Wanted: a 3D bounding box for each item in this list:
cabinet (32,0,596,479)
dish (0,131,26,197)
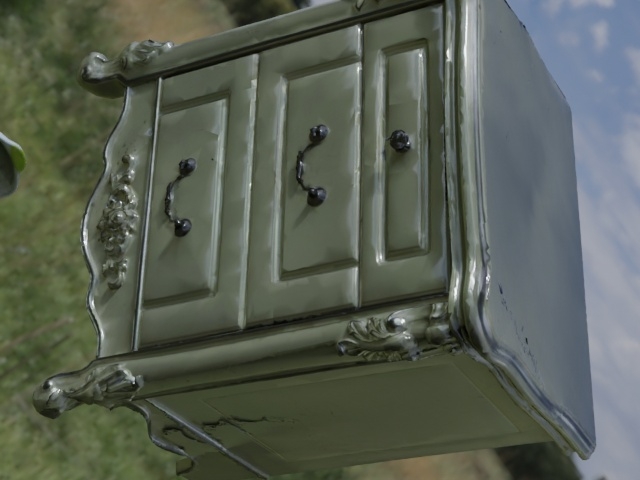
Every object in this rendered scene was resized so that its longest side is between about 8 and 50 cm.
[{"bbox_3d":[0.000,0.000,0.956,0.227,0.318,0.290,44,42,-53],"label":"cabinet"},{"bbox_3d":[-0.226,-0.049,0.732,0.091,0.137,0.039,83,0,-52],"label":"dish"}]
